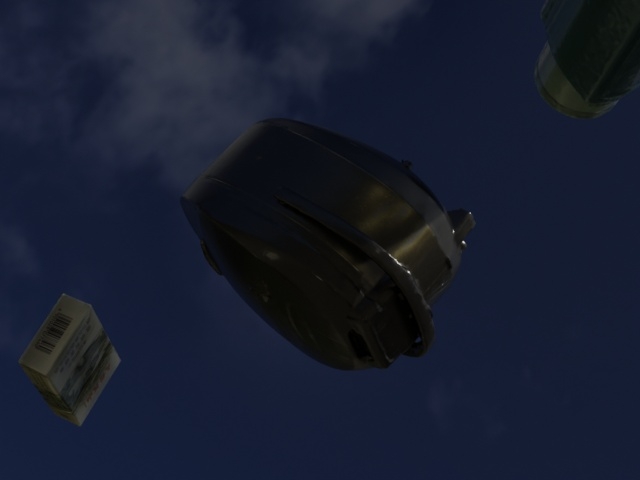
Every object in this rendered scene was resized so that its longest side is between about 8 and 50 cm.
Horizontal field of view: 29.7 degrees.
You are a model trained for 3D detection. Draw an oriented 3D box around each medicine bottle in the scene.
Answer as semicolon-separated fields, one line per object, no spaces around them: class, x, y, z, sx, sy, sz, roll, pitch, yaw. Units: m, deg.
medicine bottle;0.208;-0.155;0.711;0.124;0.079;0.258;45;-27;10

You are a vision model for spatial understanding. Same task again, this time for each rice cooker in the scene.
rice cooker;0.000;0.000;0.654;0.165;0.106;0.112;22;-28;34

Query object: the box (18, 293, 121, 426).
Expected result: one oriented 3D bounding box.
box;-0.158;0.077;0.767;0.024;0.054;0.083;19;-27;16
